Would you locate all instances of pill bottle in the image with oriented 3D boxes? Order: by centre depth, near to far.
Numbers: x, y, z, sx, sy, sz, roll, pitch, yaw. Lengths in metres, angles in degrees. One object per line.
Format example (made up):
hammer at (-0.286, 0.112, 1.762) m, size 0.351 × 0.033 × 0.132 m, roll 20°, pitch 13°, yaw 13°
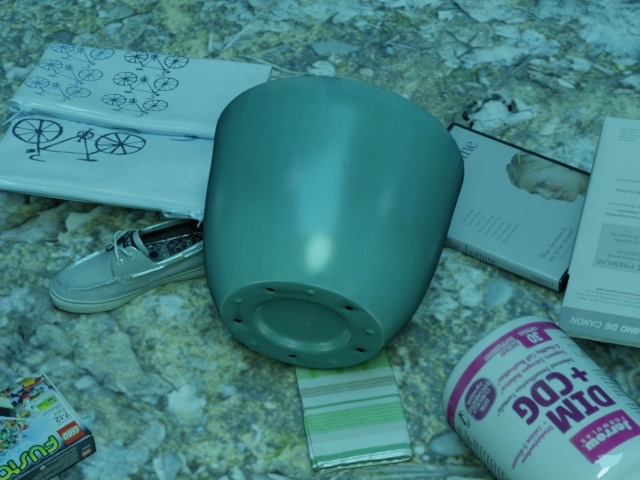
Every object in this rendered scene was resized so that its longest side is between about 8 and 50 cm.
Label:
pill bottle at (0.267, 0.222, 1.684) m, size 0.160 × 0.160 × 0.283 m, roll -27°, pitch 51°, yaw -20°

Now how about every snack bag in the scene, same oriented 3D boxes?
snack bag at (-0.243, -0.145, 2.057) m, size 0.323 × 0.037 × 0.342 m, roll 9°, pitch 37°, yaw 9°

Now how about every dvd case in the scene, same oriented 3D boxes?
dvd case at (0.225, -0.046, 2.001) m, size 0.253 × 0.022 × 0.180 m, roll 23°, pitch 54°, yaw 26°

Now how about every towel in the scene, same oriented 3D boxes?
towel at (0.035, 0.189, 1.823) m, size 0.113 × 0.023 × 0.152 m, roll -7°, pitch 47°, yaw -7°

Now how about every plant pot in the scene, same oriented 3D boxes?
plant pot at (0.000, 0.000, 1.822) m, size 0.293 × 0.293 × 0.235 m, roll 7°, pitch 57°, yaw 8°

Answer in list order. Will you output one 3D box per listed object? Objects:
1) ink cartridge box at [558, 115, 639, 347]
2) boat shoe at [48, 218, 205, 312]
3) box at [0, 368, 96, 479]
ink cartridge box at (0.446, 0.022, 1.821) m, size 0.310 × 0.130 × 0.271 m, roll 9°, pitch 71°, yaw 24°
boat shoe at (-0.215, 0.016, 1.934) m, size 0.228 × 0.081 × 0.079 m, roll -17°, pitch 51°, yaw -13°
box at (-0.361, 0.236, 1.780) m, size 0.207 × 0.036 × 0.114 m, roll -31°, pitch 56°, yaw -23°
